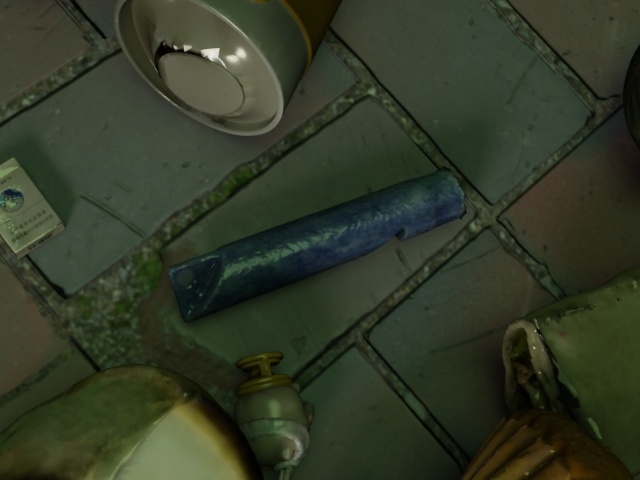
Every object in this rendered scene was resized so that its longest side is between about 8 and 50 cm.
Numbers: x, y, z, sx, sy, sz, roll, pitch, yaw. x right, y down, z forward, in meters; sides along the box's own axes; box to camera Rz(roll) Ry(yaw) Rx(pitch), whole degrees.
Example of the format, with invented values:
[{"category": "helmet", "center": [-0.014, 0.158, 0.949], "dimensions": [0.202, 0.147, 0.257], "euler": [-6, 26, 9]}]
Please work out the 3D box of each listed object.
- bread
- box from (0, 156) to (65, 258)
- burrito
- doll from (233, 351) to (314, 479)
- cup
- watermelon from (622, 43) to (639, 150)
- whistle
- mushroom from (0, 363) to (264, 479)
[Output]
[{"category": "bread", "center": [0.182, 0.274, 0.645], "dimensions": [0.149, 0.274, 0.274], "euler": [-16, 77, -7]}, {"category": "box", "center": [-0.291, -0.031, 0.776], "dimensions": [0.054, 0.024, 0.083], "euler": [-36, 84, -16]}, {"category": "burrito", "center": [0.341, 0.115, 0.791], "dimensions": [0.331, 0.135, 0.190], "euler": [-18, 81, -17]}, {"category": "doll", "center": [-0.036, 0.168, 0.743], "dimensions": [0.084, 0.073, 0.127], "euler": [3, 67, -43]}, {"category": "cup", "center": [-0.095, -0.252, 0.802], "dimensions": [0.241, 0.185, 0.226], "euler": [30, 65, 3]}, {"category": "watermelon", "center": [0.432, -0.153, 0.855], "dimensions": [0.212, 0.212, 0.212], "euler": [3, 73, -10]}, {"category": "whistle", "center": [0.000, 0.000, 0.802], "dimensions": [0.304, 0.062, 0.062], "euler": [-21, 78, -16]}, {"category": "mushroom", "center": [-0.188, 0.269, 0.659], "dimensions": [0.292, 0.211, 0.217], "euler": [-56, 134, -31]}]
